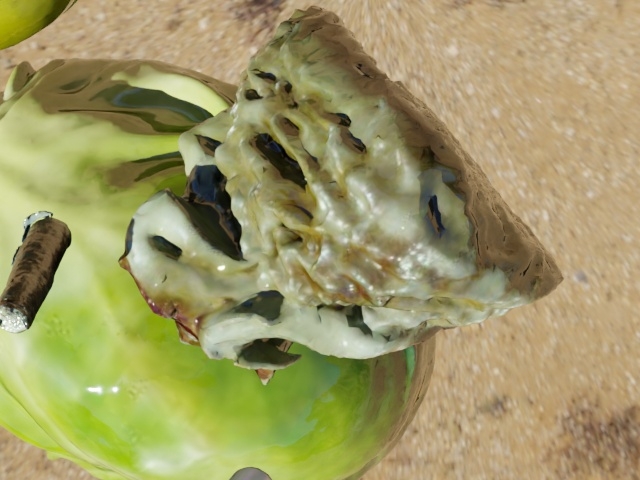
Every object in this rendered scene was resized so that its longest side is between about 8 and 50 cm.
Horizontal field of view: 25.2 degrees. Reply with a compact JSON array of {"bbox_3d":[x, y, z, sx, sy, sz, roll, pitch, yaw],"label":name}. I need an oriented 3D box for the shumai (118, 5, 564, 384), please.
[{"bbox_3d":[0.001,-0.001,0.875,0.218,0.256,0.189,-37,129,1],"label":"shumai"}]

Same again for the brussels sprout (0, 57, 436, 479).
[{"bbox_3d":[-0.085,0.047,1.158,0.425,0.361,0.342,15,93,-40],"label":"brussels sprout"}]

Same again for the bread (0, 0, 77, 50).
[{"bbox_3d":[-0.333,-0.253,0.952,0.377,0.208,0.251,18,144,20],"label":"bread"}]

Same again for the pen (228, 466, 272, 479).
[{"bbox_3d":[-0.086,0.190,0.738,0.033,0.269,0.033,7,112,19],"label":"pen"}]

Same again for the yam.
[{"bbox_3d":[-0.169,0.020,0.823,0.033,0.129,0.027,33,109,-11],"label":"yam"}]
